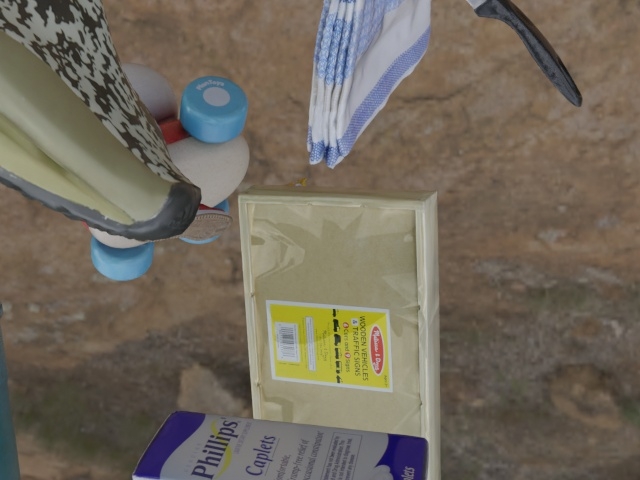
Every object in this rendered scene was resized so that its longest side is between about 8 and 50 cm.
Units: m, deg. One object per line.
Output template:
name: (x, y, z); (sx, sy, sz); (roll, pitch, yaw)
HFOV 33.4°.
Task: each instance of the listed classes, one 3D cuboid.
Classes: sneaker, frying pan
sneaker: (-0.138, -0.191, 0.403); (0.182, 0.410, 0.158); (-33, 174, 9)
frying pan: (0.132, -0.272, 0.985); (0.053, 0.197, 0.326); (-27, 134, 27)
sneaker: (-0.151, -0.034, 1.100); (0.118, 0.067, 0.042); (-2, 137, -39)

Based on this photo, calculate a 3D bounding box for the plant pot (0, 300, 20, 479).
plant pot: (-0.301, 0.190, 0.643); (0.272, 0.255, 0.271); (-12, -175, 1)

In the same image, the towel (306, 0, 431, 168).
towel: (0.057, -0.211, 0.749); (0.034, 0.209, 0.285); (22, 135, 14)

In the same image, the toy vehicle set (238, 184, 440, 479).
toy vehicle set: (0.018, 0.086, 0.921); (0.166, 0.035, 0.266); (4, 108, 21)

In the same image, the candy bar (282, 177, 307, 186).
candy bar: (0.000, 0.000, 1.266); (0.040, 0.161, 0.018); (-28, 176, 16)

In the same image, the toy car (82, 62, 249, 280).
toy car: (-0.224, -0.122, 1.227); (0.210, 0.238, 0.219); (-28, 153, -29)

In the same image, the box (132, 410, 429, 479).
box: (-0.019, 0.160, 0.536); (0.137, 0.072, 0.126); (5, 110, 7)
